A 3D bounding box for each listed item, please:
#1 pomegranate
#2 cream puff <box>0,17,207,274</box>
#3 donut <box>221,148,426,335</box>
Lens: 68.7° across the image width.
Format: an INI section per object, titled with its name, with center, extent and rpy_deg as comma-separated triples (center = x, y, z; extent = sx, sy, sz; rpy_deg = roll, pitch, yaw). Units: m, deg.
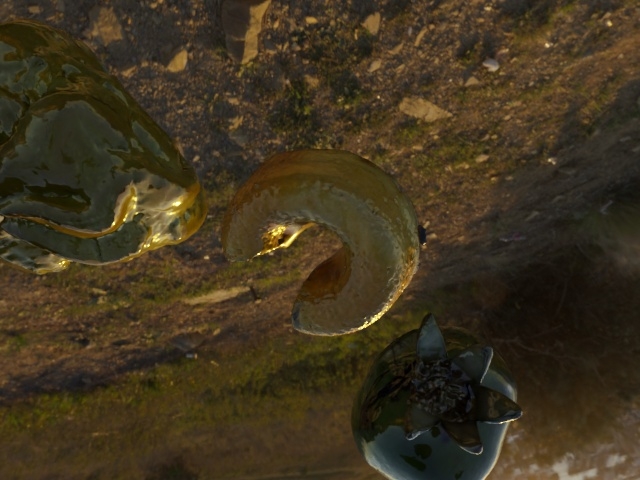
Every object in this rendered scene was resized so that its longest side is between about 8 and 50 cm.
[pomegranate]
center = 0.097, 0.139, 0.401
extent = 0.131, 0.152, 0.191
rpy_deg = 26, 166, 18
[cream puff]
center = -0.309, -0.073, 0.570
extent = 0.270, 0.274, 0.323
rpy_deg = -46, 133, -9
[donut]
center = 0.000, 0.000, 0.987
extent = 0.435, 0.163, 0.377
rpy_deg = 46, 122, -1
